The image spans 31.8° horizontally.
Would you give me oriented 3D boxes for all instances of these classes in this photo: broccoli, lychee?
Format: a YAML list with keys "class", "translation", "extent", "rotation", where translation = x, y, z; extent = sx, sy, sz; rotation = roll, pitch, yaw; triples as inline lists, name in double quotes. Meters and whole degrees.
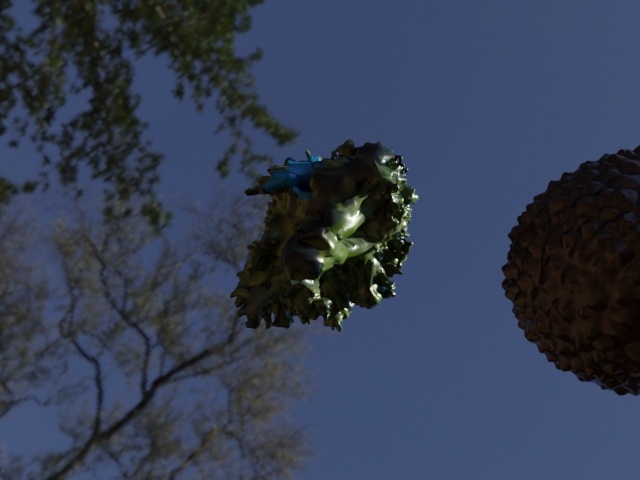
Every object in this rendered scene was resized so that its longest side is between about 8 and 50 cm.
- class: "broccoli"
  translation: [0.000, 0.000, 0.908]
  extent: [0.167, 0.160, 0.154]
  rotation: [-11, -90, 9]
- class: "lychee"
  translation: [0.221, 0.021, 0.776]
  extent: [0.188, 0.188, 0.188]
  rotation: [21, -48, 26]
